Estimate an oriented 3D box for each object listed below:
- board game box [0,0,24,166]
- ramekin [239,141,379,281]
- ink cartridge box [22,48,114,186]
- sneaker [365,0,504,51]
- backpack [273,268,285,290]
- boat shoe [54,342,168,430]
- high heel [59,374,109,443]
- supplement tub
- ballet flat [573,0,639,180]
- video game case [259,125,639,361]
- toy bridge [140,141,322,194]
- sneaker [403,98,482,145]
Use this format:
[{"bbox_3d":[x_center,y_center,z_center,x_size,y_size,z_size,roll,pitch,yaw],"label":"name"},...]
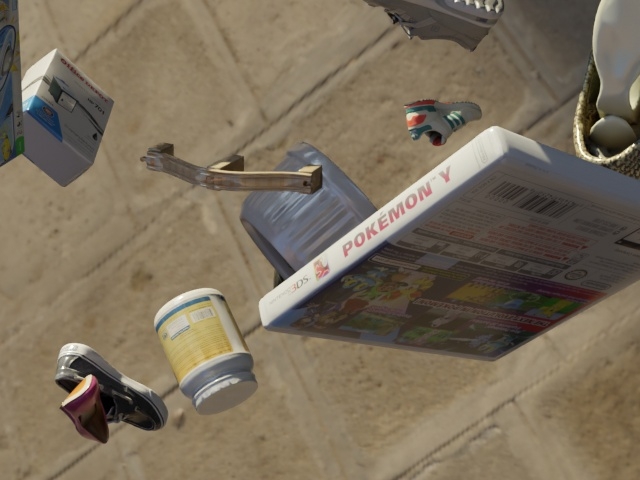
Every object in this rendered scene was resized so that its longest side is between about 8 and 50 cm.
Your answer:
[{"bbox_3d":[-0.381,-0.167,1.134,0.035,0.136,0.201,15,121,15],"label":"board game box"},{"bbox_3d":[0.000,0.000,1.176,0.109,0.207,0.207,-40,53,-8],"label":"ramekin"},{"bbox_3d":[-0.430,-0.203,1.698,0.082,0.139,0.191,-31,33,27],"label":"ink cartridge box"},{"bbox_3d":[0.138,-0.364,1.618,0.281,0.115,0.105,18,45,-3],"label":"sneaker"},{"bbox_3d":[-0.014,0.057,2.038,0.166,0.144,0.188,-50,12,32],"label":"backpack"},{"bbox_3d":[-0.437,0.335,2.161,0.108,0.301,0.102,-20,41,25],"label":"boat shoe"},{"bbox_3d":[-0.428,0.329,1.954,0.082,0.117,0.244,-50,5,-32],"label":"high heel"},{"bbox_3d":[-0.209,0.205,1.905,0.144,0.144,0.200,-35,64,17],"label":"supplement tub"},{"bbox_3d":[0.354,-0.282,1.040,0.164,0.182,0.483,14,92,38],"label":"ballet flat"},{"bbox_3d":[0.097,0.014,0.583,0.183,0.201,0.023,-37,55,37],"label":"video game case"},{"bbox_3d":[-0.096,-0.068,1.029,0.188,0.063,0.026,9,110,18],"label":"toy bridge"},{"bbox_3d":[0.207,-0.194,1.734,0.057,0.161,0.075,-8,85,52],"label":"sneaker"}]
